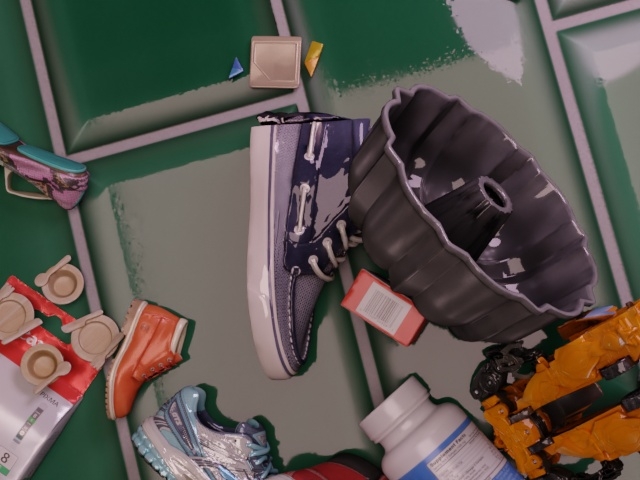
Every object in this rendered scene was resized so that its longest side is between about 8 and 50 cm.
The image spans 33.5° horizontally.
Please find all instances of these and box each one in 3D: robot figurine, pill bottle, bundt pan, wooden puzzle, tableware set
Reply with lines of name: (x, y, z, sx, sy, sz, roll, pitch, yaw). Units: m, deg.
robot figurine: (0.306, 0.185, 1.228, 0.085, 0.291, 0.211, -26, 81, -42)
pill bottle: (0.152, 0.275, 1.280, 0.124, 0.124, 0.221, -43, 81, 1)
bundt pan: (0.161, -0.018, 1.228, 0.331, 0.331, 0.124, 51, 124, 8)
wooden puzzle: (-0.058, -0.235, 1.405, 0.116, 0.014, 0.078, 9, 82, 7)
tableware set: (-0.350, 0.111, 1.387, 0.141, 0.020, 0.169, -35, 77, -12)

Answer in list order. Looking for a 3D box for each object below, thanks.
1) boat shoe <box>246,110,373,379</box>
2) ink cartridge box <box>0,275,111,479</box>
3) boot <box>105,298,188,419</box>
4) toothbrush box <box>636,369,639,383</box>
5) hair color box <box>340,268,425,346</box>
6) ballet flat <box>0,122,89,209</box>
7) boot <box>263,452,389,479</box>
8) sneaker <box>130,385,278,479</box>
boat shoe: (0.000, 0.000, 1.317, 0.158, 0.127, 0.340, -3, 84, 14)
ink cartridge box: (-0.405, 0.185, 1.387, 0.181, 0.056, 0.225, 33, 91, 7)
boot: (-0.224, 0.161, 1.367, 0.084, 0.059, 0.158, 17, 86, 3)
toothbrush box: (0.550, 0.125, 1.250, 0.283, 0.122, 0.206, 21, 88, 6)
hair color box: (0.084, 0.080, 1.282, 0.093, 0.167, 0.053, 32, 91, 8)
ballet flat: (-0.411, -0.105, 1.409, 0.221, 0.077, 0.079, 27, 108, 8)
boot: (0.064, 0.342, 1.244, 0.244, 0.176, 0.088, 38, 119, 33)
sneaker: (-0.097, 0.291, 1.316, 0.283, 0.110, 0.122, 38, 87, 8)
